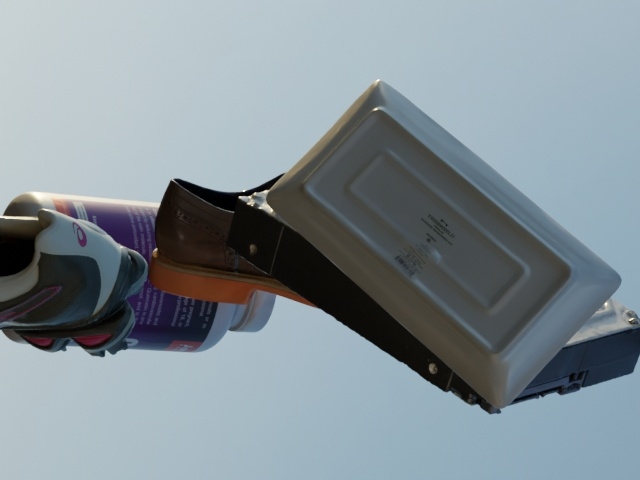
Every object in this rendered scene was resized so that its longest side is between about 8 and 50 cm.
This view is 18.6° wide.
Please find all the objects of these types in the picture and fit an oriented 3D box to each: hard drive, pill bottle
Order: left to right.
[{"bbox_3d":[-0.222,0.042,2.358,0.181,0.323,0.181,-20,-112,62],"label":"pill bottle"},{"bbox_3d":[0.108,0.039,1.833,0.339,0.237,0.064,34,-61,35],"label":"hard drive"}]

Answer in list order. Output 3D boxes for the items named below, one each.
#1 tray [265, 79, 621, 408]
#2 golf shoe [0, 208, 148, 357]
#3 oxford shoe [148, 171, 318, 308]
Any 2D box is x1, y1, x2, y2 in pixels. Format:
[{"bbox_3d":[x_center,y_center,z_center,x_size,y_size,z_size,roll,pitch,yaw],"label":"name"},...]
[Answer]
[{"bbox_3d":[0.093,-0.005,1.560,0.270,0.145,0.030,41,-6,20],"label":"tray"},{"bbox_3d":[-0.258,0.029,1.360,0.120,0.273,0.105,52,33,-50],"label":"golf shoe"},{"bbox_3d":[0.000,0.000,2.133,0.130,0.363,0.133,-120,-145,-70],"label":"oxford shoe"}]
